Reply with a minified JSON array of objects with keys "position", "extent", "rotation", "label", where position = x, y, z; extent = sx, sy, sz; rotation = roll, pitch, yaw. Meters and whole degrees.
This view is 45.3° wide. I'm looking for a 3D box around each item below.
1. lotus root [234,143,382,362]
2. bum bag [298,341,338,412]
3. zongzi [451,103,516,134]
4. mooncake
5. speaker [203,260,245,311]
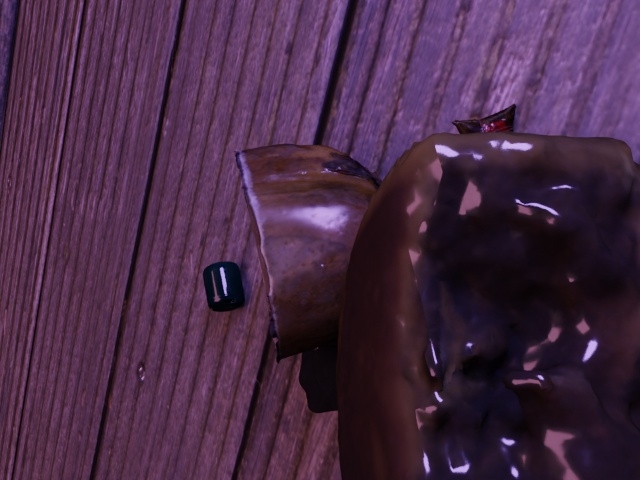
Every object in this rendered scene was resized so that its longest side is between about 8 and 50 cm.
[{"position":[0.000,0.000,0.914],"extent":[0.272,0.192,0.272],"rotation":[162,90,-89],"label":"lotus root"},{"position":[0.065,0.154,0.945],"extent":[0.248,0.060,0.123],"rotation":[-10,83,50],"label":"bum bag"},{"position":[0.169,-0.106,0.808],"extent":[0.067,0.073,0.083],"rotation":[-171,84,-70],"label":"zongzi"},{"position":[0.162,0.109,0.646],"extent":[0.393,0.246,0.394],"rotation":[-127,45,-61],"label":"mooncake"},{"position":[-0.164,0.079,1.236],"extent":[0.094,0.060,0.075],"rotation":[-33,63,47],"label":"speaker"}]
